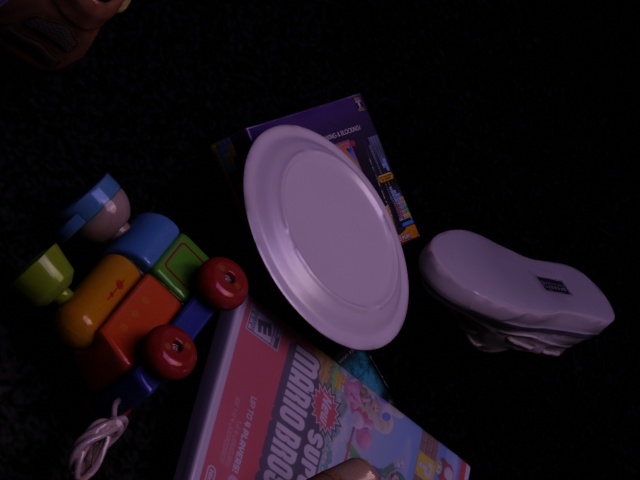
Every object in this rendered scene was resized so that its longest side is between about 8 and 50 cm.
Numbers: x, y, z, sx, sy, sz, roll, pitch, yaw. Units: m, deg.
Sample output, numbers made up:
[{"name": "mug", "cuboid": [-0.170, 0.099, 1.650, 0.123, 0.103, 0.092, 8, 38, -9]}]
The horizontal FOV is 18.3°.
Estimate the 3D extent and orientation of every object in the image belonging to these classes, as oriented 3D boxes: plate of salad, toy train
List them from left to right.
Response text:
[{"name": "toy train", "cuboid": [-0.169, 0.064, 1.430, 0.143, 0.105, 0.248, 46, 42, -9]}, {"name": "plate of salad", "cuboid": [0.000, 0.000, 1.615, 0.200, 0.048, 0.199, 34, 42, -37]}]

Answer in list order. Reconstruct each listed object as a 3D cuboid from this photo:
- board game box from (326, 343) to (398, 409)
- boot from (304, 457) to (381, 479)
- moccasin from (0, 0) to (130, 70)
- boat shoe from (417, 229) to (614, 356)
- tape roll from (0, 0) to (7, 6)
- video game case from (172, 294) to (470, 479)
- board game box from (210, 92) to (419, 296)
[{"name": "board game box", "cuboid": [0.008, 0.175, 1.629, 0.126, 0.026, 0.186, 60, 39, -8]}, {"name": "boot", "cuboid": [-0.001, 0.306, 1.473, 0.207, 0.090, 0.248, -37, 110, -23]}, {"name": "moccasin", "cuboid": [-0.174, -0.314, 1.562, 0.139, 0.147, 0.380, 39, 47, -31]}, {"name": "boat shoe", "cuboid": [0.165, 0.059, 1.818, 0.267, 0.088, 0.096, 10, 41, -53]}, {"name": "tape roll", "cuboid": [-0.293, -0.273, 1.304, 0.275, 0.275, 0.090, 45, 44, -25]}, {"name": "video game case", "cuboid": [0.007, 0.197, 1.576, 0.285, 0.025, 0.204, 39, 47, -30]}, {"name": "board game box", "cuboid": [-0.002, -0.042, 1.707, 0.170, 0.048, 0.141, -23, 91, -51]}]
